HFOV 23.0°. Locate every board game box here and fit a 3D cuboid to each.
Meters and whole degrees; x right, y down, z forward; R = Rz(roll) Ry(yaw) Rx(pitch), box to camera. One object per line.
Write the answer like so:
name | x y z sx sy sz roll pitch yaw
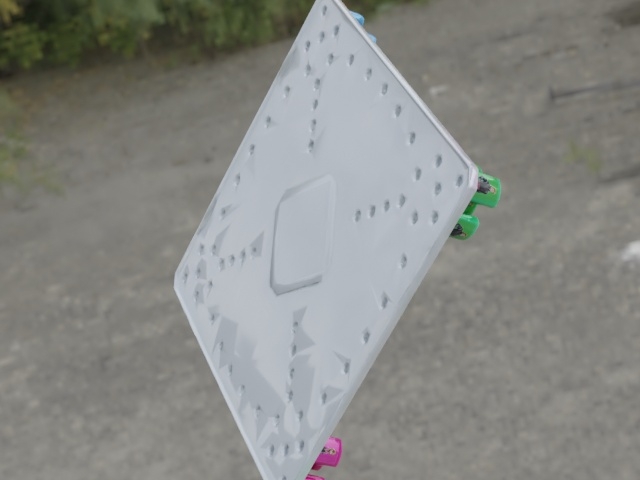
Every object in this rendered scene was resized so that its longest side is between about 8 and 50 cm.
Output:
board game box | 0.000 0.000 1.588 0.050 0.390 0.390 15 26 -31
